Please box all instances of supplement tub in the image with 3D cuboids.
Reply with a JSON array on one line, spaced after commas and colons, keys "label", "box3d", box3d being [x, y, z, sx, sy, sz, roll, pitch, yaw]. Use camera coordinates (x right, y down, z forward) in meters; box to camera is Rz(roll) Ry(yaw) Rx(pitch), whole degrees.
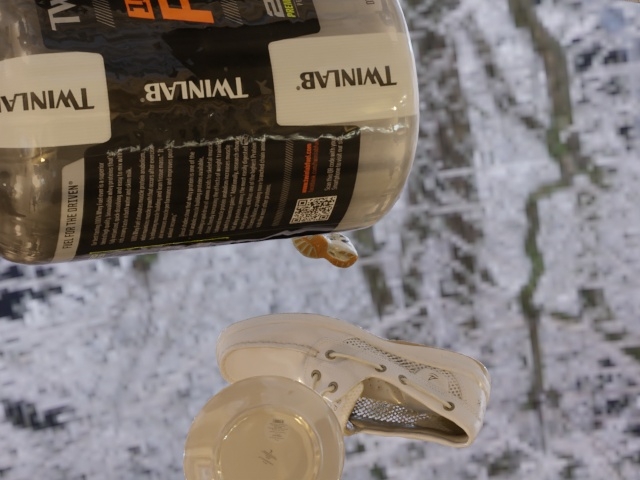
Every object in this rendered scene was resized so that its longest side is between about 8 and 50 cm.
[{"label": "supplement tub", "box3d": [-0.120, -0.093, 1.136, 0.338, 0.207, 0.207, -7, -161, -20]}]

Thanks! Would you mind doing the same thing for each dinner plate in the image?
[{"label": "dinner plate", "box3d": [-0.046, 0.185, 1.391, 0.141, 0.141, 0.017, -14, -172, -14]}]

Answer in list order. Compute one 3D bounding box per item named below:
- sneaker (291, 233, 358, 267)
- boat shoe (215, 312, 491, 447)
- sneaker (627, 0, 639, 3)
[{"label": "sneaker", "box3d": [0.000, 0.000, 1.674, 0.032, 0.083, 0.037, -44, -141, 25]}, {"label": "boat shoe", "box3d": [0.026, 0.143, 1.597, 0.277, 0.098, 0.096, 8, -141, 8]}, {"label": "sneaker", "box3d": [0.157, -0.239, 0.862, 0.210, 0.137, 0.366, -7, -143, -34]}]
